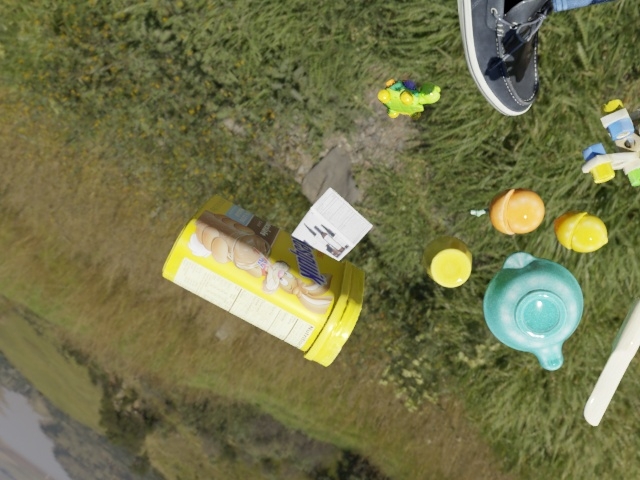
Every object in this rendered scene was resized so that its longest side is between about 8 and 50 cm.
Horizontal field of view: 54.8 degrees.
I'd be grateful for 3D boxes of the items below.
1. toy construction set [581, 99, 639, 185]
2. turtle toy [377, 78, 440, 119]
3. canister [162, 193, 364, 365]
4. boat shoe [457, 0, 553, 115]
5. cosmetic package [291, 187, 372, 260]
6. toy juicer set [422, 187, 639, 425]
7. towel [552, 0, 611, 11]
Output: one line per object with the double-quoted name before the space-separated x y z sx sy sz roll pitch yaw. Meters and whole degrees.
"toy construction set" 0.546 -0.165 0.941 0.215 0.328 0.151 -30 81 40
"turtle toy" 0.183 -0.299 1.282 0.130 0.066 0.095 10 169 24
"canister" -0.050 0.032 0.584 0.170 0.126 0.073 29 110 -5
"boat shoe" 0.375 -0.459 1.202 0.156 0.187 0.500 17 142 40
"cosmetic package" 0.000 0.000 1.118 0.099 0.060 0.239 43 154 1
"toy juicer set" 0.319 0.065 0.842 0.329 0.089 0.209 42 101 -1
"towel" 0.330 -0.289 0.712 0.119 0.067 0.029 -4 107 21
